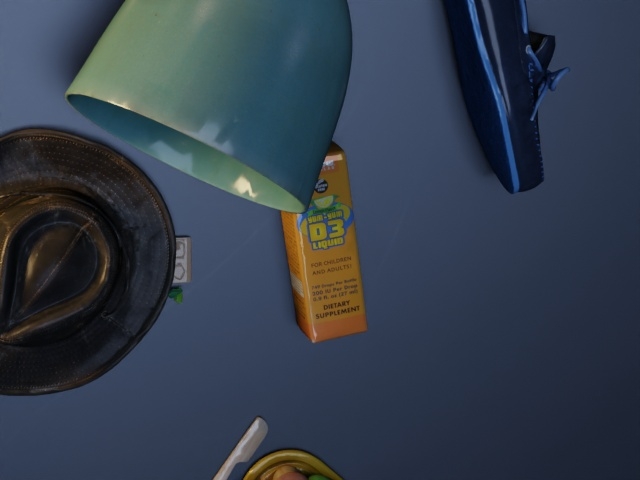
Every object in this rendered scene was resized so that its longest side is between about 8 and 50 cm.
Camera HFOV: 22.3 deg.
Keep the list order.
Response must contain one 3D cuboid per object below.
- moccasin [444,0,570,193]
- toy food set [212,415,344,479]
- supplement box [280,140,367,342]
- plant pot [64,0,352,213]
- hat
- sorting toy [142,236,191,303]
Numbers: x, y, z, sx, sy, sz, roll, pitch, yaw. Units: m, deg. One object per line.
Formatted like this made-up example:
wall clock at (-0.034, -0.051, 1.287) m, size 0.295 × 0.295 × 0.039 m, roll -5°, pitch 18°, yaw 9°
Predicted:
moccasin at (0.231, -0.225, 1.924) m, size 0.117 × 0.138 × 0.342 m, roll -18°, pitch 109°, yaw -12°
toy food set at (-0.032, 0.340, 2.053) m, size 0.218 × 0.071 × 0.128 m, roll 41°, pitch 93°, yaw -19°
supplement box at (0.000, 0.000, 1.964) m, size 0.078 × 0.080 × 0.233 m, roll -12°, pitch 105°, yaw -11°
plant pot at (-0.098, -0.197, 1.790) m, size 0.293 × 0.293 × 0.235 m, roll 28°, pitch 82°, yaw -18°
hat at (-0.318, 0.043, 1.861) m, size 0.331 × 0.134 × 0.331 m, roll -3°, pitch 103°, yaw -13°
sorting toy at (-0.187, 0.037, 1.966) m, size 0.062 × 0.012 × 0.083 m, roll -3°, pitch 102°, yaw -17°
